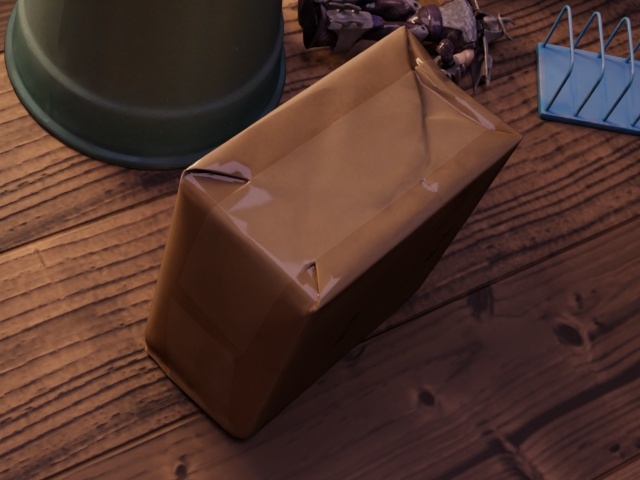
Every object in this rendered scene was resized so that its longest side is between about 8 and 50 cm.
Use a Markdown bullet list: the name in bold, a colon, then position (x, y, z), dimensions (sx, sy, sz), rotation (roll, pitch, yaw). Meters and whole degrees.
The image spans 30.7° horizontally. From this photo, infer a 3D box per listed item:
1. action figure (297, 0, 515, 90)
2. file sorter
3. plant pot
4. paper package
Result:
- **action figure**: position (0.117, -0.275, 1.467), dimensions (0.285, 0.099, 0.185), rotation (0, 56, -17)
- **file sorter**: position (0.376, -0.218, 1.490), dimensions (0.170, 0.104, 0.118), rotation (9, 60, -9)
- **plant pot**: position (-0.175, -0.307, 1.275), dimensions (0.341, 0.334, 0.341), rotation (6, 60, -10)
- **paper package**: position (0.000, 0.000, 1.147), dimensions (0.168, 0.325, 0.309), rotation (44, 60, 12)
